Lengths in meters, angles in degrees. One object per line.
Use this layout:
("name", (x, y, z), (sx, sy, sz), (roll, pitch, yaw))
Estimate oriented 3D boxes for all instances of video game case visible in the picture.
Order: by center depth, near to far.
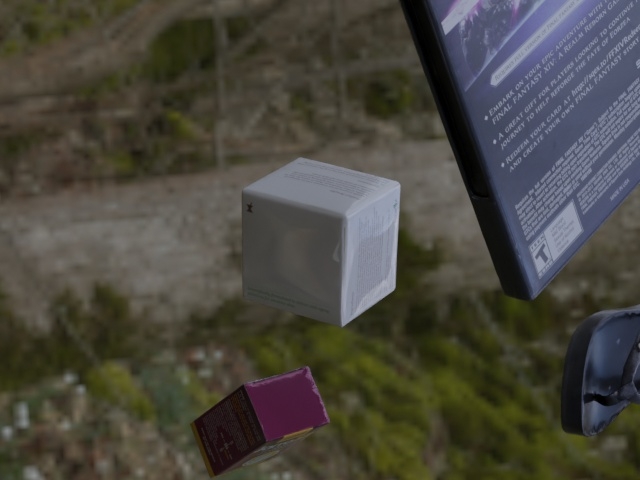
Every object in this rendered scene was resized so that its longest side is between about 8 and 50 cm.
("video game case", (0.127, -0.132, 1.044), (0.026, 0.196, 0.274), (10, -46, 44))

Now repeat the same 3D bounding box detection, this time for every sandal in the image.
("sandal", (0.283, 0.100, 1.643), (0.254, 0.054, 0.097), (-25, 115, -50))

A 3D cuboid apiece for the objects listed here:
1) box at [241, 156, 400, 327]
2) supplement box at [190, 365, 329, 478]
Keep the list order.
("box", (0.000, 0.000, 1.513), (0.087, 0.101, 0.102), (-31, 130, -51))
("supplement box", (-0.041, 0.121, 1.246), (0.083, 0.055, 0.043), (-40, -112, 52))
